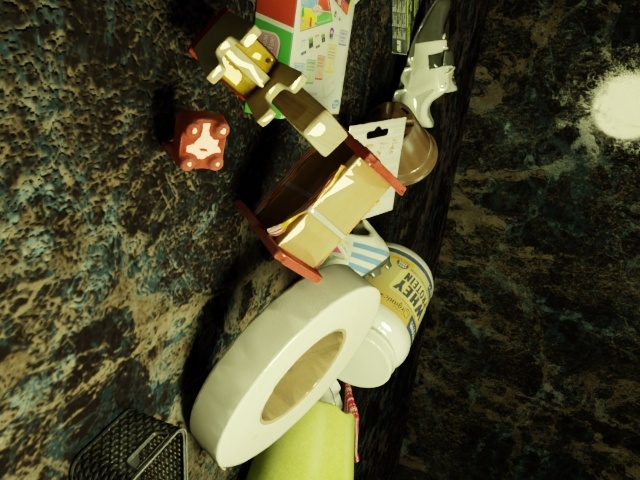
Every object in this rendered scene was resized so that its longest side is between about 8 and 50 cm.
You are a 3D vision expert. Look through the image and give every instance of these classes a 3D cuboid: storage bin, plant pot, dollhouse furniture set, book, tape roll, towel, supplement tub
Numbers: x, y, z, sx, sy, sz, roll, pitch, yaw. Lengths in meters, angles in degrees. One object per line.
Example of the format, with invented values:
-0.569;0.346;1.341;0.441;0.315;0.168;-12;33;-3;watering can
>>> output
-0.239;0.324;0.793;0.122;0.085;0.180;-44;145;-57;storage bin
0.183;-0.240;1.495;0.165;0.167;0.166;41;64;-60;plant pot
-0.070;-0.117;0.831;0.201;0.152;0.374;-46;136;7;dollhouse furniture set
0.000;0.000;1.218;0.144;0.096;0.035;57;50;-66;book
-0.037;0.467;1.263;0.276;0.276;0.253;71;26;-58;plant pot
-0.050;0.212;1.048;0.392;0.072;0.392;-41;157;-22;tape roll
0.067;0.413;1.618;0.274;0.031;0.198;-104;-169;-53;towel
0.132;0.178;1.523;0.316;0.229;0.228;-57;154;-44;supplement tub

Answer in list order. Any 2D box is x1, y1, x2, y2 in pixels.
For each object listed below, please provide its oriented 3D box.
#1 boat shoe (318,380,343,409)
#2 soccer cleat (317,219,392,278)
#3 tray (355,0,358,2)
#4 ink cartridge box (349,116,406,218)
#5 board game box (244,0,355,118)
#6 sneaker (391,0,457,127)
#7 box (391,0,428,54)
-0.003;0.386;1.516;0.088;0.096;0.267;-36;161;-16;boat shoe
0.025;0.057;1.352;0.331;0.116;0.143;-31;92;-46;soccer cleat
0.064;-0.547;1.104;0.270;0.030;0.145;86;27;-44;tray
0.098;-0.156;1.357;0.181;0.056;0.224;-18;122;-40;ink cartridge box
-0.017;-0.354;0.958;0.242;0.064;0.316;-29;130;-65;board game box
0.287;-0.440;1.551;0.122;0.146;0.330;-52;161;-62;sneaker
0.219;-0.583;1.503;0.190;0.045;0.184;81;32;-52;box
